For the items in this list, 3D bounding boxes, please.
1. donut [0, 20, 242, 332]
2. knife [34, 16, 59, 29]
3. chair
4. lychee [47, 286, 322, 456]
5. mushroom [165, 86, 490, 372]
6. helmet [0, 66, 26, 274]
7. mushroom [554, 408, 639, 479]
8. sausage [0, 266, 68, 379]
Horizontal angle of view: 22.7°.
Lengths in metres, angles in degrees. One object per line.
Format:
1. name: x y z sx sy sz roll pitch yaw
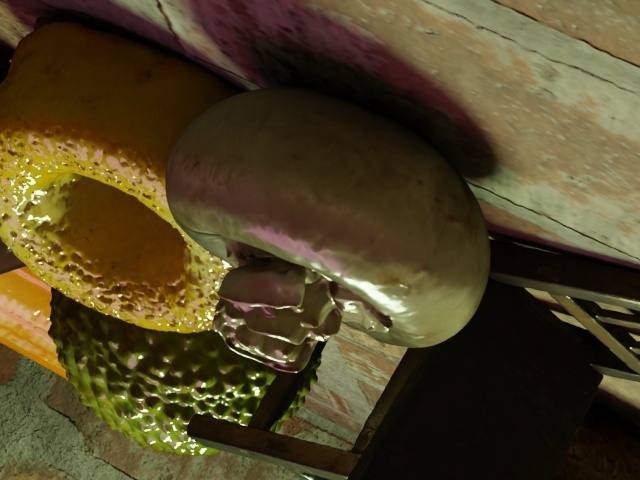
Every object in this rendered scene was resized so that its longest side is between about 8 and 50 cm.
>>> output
1. donut: -0.145 -0.037 1.235 0.277 0.108 0.278 17 140 14
2. knife: -0.112 -0.111 1.245 0.247 0.018 0.035 28 167 -6
3. chair: 0.130 0.138 1.208 0.416 0.241 0.203 17 163 49
4. lychee: -0.133 0.073 1.552 0.270 0.270 0.320 35 164 -34
5. mushroom: 0.000 0.000 1.052 0.226 0.178 0.226 18 172 3
6. helmet: -0.314 -0.066 1.500 0.189 0.193 0.216 39 162 26
7. mushroom: 0.245 0.264 1.685 0.345 0.239 0.345 6 167 1
8. sausage: -0.272 0.044 1.850 0.287 0.233 0.233 33 169 -20
